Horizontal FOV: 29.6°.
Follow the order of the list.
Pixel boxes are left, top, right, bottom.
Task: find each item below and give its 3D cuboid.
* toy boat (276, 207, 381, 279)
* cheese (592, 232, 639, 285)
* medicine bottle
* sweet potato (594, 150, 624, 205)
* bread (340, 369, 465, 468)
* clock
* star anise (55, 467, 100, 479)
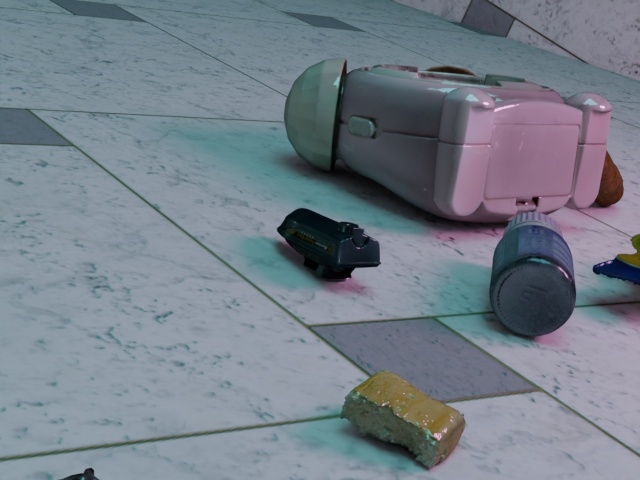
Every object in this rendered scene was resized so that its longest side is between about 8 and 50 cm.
[{"bbox_3d":[0.000,0.000,1.210,0.055,0.060,0.141,0,15,-34],"label":"toy boat"},{"bbox_3d":[0.413,0.014,1.339,0.270,0.069,0.177,-16,21,-39],"label":"cheese"},{"bbox_3d":[0.215,0.026,1.229,0.083,0.083,0.203,14,20,5],"label":"medicine bottle"},{"bbox_3d":[0.377,-0.093,1.655,0.068,0.060,0.206,21,-15,24],"label":"sweet potato"},{"bbox_3d":[0.063,0.130,0.896,0.083,0.035,0.070,25,21,16],"label":"bread"},{"bbox_3d":[0.157,-0.141,1.555,0.342,0.184,0.326,3,16,-43],"label":"clock"},{"bbox_3d":[-0.063,0.191,0.498,0.332,0.117,0.331,11,24,-5],"label":"star anise"}]
